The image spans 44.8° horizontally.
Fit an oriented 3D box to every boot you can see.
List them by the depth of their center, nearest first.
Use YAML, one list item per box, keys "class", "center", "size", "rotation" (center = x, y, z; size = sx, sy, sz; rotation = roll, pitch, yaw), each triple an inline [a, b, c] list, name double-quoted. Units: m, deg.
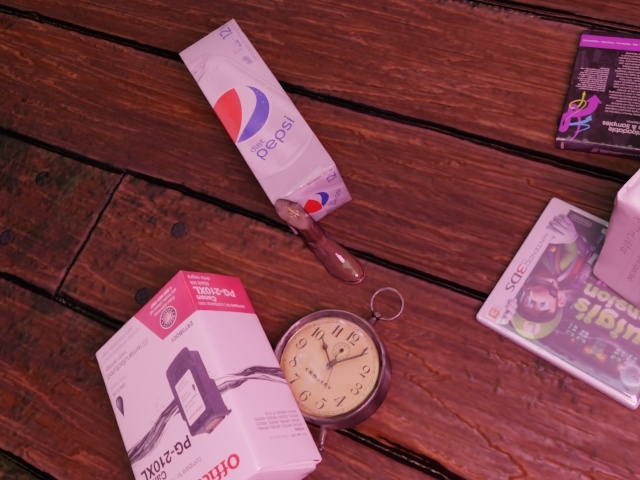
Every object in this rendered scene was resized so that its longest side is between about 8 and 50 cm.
- class: "boot"
  center: [0.000, 0.000, 0.911]
  size: [0.106, 0.114, 0.037]
  rotation: [37, 81, 27]

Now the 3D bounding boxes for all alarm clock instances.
- class: "alarm clock"
  center: [0.027, 0.131, 0.874]
  size: [0.129, 0.064, 0.192]
  rotation: [38, 85, 27]

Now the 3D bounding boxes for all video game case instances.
- class: "video game case"
  center: [0.297, 0.062, 0.850]
  size: [0.190, 0.022, 0.173]
  rotation: [30, 78, 25]

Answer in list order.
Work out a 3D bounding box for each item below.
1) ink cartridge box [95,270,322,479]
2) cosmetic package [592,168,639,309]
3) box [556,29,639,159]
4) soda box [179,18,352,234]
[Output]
- class: "ink cartridge box"
  center: [-0.129, 0.179, 0.846]
  size: [0.172, 0.100, 0.237]
  rotation: [-42, 59, 26]
- class: "cosmetic package"
  center: [0.455, 0.061, 0.683]
  size: [0.156, 0.217, 0.385]
  rotation: [-45, 66, -7]
- class: "box"
  center: [0.358, -0.176, 0.934]
  size: [0.116, 0.029, 0.162]
  rotation: [12, 70, 21]
- class: "soda box"
  center: [-0.074, -0.152, 1.010]
  size: [0.091, 0.098, 0.286]
  rotation: [-33, 63, 1]
